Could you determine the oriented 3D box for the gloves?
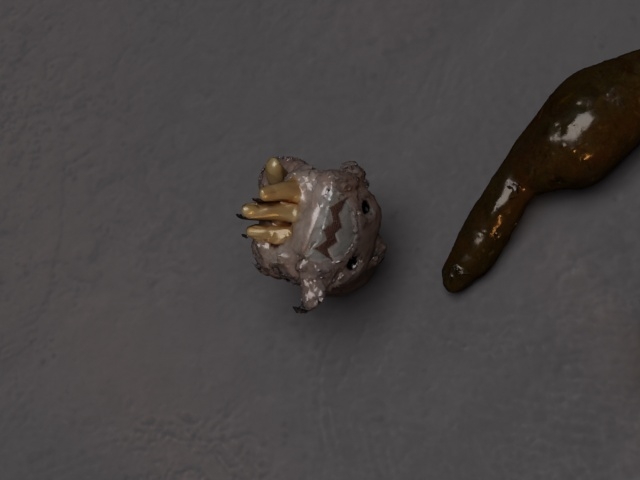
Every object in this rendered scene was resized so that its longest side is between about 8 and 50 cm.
[{"bbox_3d":[0.002,-0.007,1.416,0.094,0.144,0.110,2,95,15],"label":"gloves"}]

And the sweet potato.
[{"bbox_3d":[0.180,-0.068,1.424,0.269,0.075,0.075,-43,67,3],"label":"sweet potato"}]
